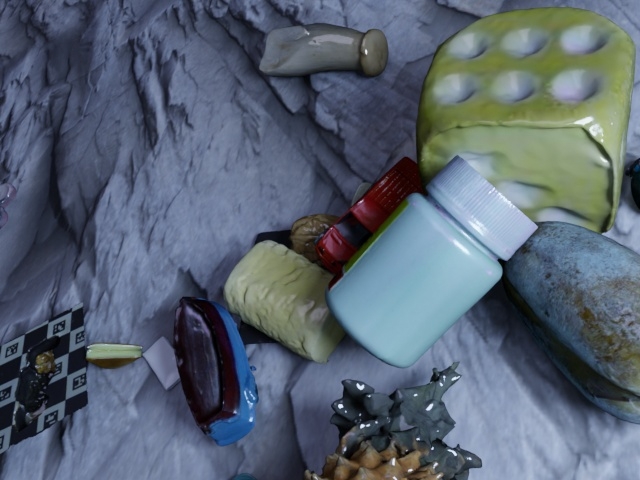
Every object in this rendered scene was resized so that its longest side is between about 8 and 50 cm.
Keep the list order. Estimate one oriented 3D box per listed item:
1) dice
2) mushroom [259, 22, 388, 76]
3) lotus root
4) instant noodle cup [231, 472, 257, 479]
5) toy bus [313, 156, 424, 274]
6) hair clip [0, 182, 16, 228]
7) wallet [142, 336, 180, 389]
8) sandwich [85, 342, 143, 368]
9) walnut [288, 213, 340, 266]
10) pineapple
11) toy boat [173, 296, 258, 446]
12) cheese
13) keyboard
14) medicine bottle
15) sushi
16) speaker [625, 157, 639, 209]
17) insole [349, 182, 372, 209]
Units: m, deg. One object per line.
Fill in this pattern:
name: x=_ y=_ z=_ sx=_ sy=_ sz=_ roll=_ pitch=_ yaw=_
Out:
dice: x=0.269 y=-0.143 z=0.796 sx=0.238 sy=0.233 sz=0.227 roll=7 pitch=58 yaw=25
mushroom: x=0.005 y=-0.358 z=1.149 sx=0.247 sy=0.096 sz=0.108 roll=6 pitch=33 yaw=22
lotus root: x=0.296 y=0.061 z=0.693 sx=0.140 sy=0.158 sz=0.322 roll=-30 pitch=41 yaw=-3
instant noodle cup: x=-0.092 y=0.367 z=0.684 sx=0.179 sy=0.070 sz=0.157 roll=31 pitch=73 yaw=34
toy bus: x=0.077 y=-0.030 z=0.847 sx=0.081 sy=0.089 sz=0.195 roll=42 pitch=55 yaw=5
hair clip: x=-0.738 y=-0.051 z=1.248 sx=0.257 sy=0.075 sz=0.146 roll=-10 pitch=55 yaw=7
wallet: x=-0.231 y=0.181 z=0.909 sx=0.044 sy=0.011 sz=0.083 roll=-41 pitch=51 yaw=-9
sandwich: x=-0.316 y=0.176 z=0.931 sx=0.044 sy=0.083 sz=0.031 roll=-50 pitch=41 yaw=43
walnut: x=0.000 y=0.000 z=0.905 sx=0.096 sy=0.082 sz=0.079 roll=3 pitch=85 yaw=23
pineapple: x=0.065 y=0.264 z=0.622 sx=0.223 sy=0.223 sz=0.357 roll=-1 pitch=38 yaw=22
toy boat: x=-0.136 y=0.165 z=0.829 sx=0.100 sy=0.097 sz=0.223 roll=-36 pitch=50 yaw=14
cheese: x=-0.040 y=0.080 z=0.839 sx=0.167 sy=0.094 sz=0.123 roll=28 pitch=74 yaw=27
keyboard: x=-0.077 y=0.067 z=0.928 sx=0.074 sy=0.015 sz=0.196 roll=-4 pitch=55 yaw=15
medicine bottle: x=0.123 y=0.026 z=0.701 sx=0.225 sy=0.139 sz=0.139 roll=-48 pitch=49 yaw=14
sushi: x=-0.426 y=0.223 z=0.933 sx=0.192 sy=0.050 sz=0.215 roll=-29 pitch=43 yaw=0
speaker: x=0.443 y=-0.074 z=0.799 sx=0.075 sy=0.060 sz=0.094 roll=-15 pitch=17 yaw=12
insole: x=0.072 y=-0.010 z=0.902 sx=0.063 sy=0.010 sz=0.192 roll=14 pitch=54 yaw=-20
